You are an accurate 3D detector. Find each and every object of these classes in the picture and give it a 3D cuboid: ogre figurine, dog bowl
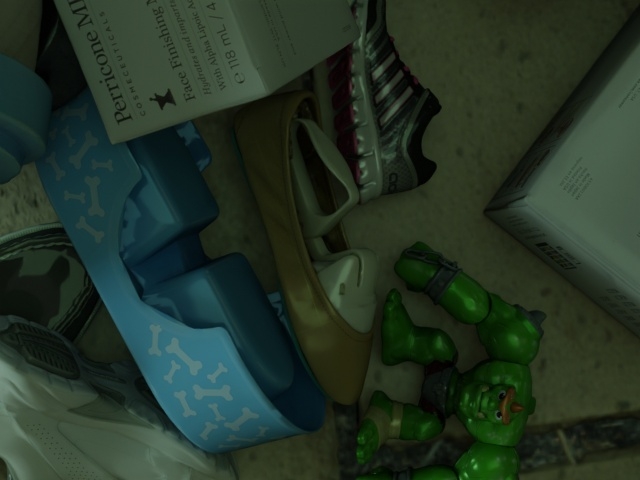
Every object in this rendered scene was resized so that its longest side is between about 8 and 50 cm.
[{"bbox_3d":[0.096,0.108,1.145,0.118,0.097,0.197,9,69,11],"label":"ogre figurine"},{"bbox_3d":[-0.100,0.014,1.090,0.074,0.166,0.297,-29,90,13],"label":"dog bowl"}]

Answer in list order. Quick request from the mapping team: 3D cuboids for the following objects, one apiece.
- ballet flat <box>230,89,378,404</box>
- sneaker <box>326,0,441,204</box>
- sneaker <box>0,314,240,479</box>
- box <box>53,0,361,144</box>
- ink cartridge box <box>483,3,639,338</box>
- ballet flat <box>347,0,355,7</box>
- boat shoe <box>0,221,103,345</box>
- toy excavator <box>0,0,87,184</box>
[{"bbox_3d":[0.000,0.000,1.126,0.073,0.080,0.232,-25,80,28],"label":"ballet flat"},{"bbox_3d":[0.050,-0.111,1.168,0.075,0.063,0.170,-3,83,-17],"label":"sneaker"},{"bbox_3d":[-0.163,0.138,1.096,0.232,0.090,0.115,29,109,-30],"label":"sneaker"},{"bbox_3d":[-0.082,-0.179,1.021,0.119,0.182,0.181,-17,102,25],"label":"box"},{"bbox_3d":[0.326,-0.061,1.164,0.272,0.130,0.309,39,82,-4],"label":"ink cartridge box"},{"bbox_3d":[0.010,-0.328,1.132,0.139,0.139,0.400,25,83,-5],"label":"ballet flat"},{"bbox_3d":[-0.274,0.091,1.093,0.305,0.091,0.109,-36,91,-8],"label":"boat shoe"},{"bbox_3d":[-0.379,0.008,0.989,0.433,0.222,0.445,-2,74,28],"label":"toy excavator"}]
